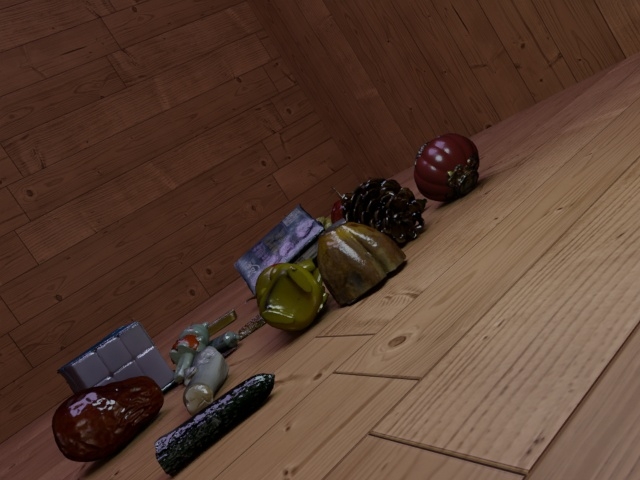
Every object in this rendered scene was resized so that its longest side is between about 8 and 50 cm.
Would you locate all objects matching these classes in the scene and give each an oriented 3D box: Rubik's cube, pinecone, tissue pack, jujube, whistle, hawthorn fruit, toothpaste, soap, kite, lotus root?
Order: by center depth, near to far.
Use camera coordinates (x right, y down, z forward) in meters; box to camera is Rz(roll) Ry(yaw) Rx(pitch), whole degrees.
[{"bbox_3d":[-0.518,0.428,1.315,0.255,0.190,0.190,-28,2,-41],"label":"jujube"},{"bbox_3d":[0.087,0.035,1.326,0.199,0.180,0.188,-31,2,20],"label":"lotus root"},{"bbox_3d":[-0.332,0.369,1.562,0.241,0.014,0.183,-32,3,4],"label":"kite"},{"bbox_3d":[0.179,-0.079,1.578,0.224,0.224,0.272,-34,10,-11],"label":"pinecone"},{"bbox_3d":[-0.609,0.402,1.604,0.225,0.221,0.231,-37,8,-37],"label":"Rubik's cube"},{"bbox_3d":[-0.397,0.333,1.625,0.253,0.106,0.101,-84,10,-60],"label":"whistle"},{"bbox_3d":[-0.327,0.331,1.680,0.268,0.047,0.069,-30,40,46],"label":"toothpaste"},{"bbox_3d":[0.119,-0.102,1.946,0.207,0.243,0.207,-34,4,2],"label":"hawthorn fruit"},{"bbox_3d":[-0.142,0.046,2.016,0.361,0.122,0.259,-45,35,-2],"label":"tissue pack"},{"bbox_3d":[-0.444,0.357,2.124,0.252,0.037,0.092,-32,7,-1],"label":"soap"}]

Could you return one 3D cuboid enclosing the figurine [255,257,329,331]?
[{"bbox_3d":[-0.076,0.132,1.395,0.218,0.169,0.327,-56,14,-4],"label":"figurine"}]

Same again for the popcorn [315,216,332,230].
[{"bbox_3d":[0.007,0.001,2.180,0.168,0.173,0.195,17,-68,-48],"label":"popcorn"}]

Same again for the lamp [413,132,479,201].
[{"bbox_3d":[0.395,-0.233,1.700,0.227,0.227,0.227,-32,6,4],"label":"lamp"}]

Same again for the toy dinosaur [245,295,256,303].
[{"bbox_3d":[-0.187,0.197,2.107,0.142,0.057,0.212,-7,31,30],"label":"toy dinosaur"}]

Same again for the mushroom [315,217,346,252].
[{"bbox_3d":[0.114,-0.034,1.778,0.328,0.122,0.159,-47,45,4],"label":"mushroom"}]

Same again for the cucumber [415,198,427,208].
[{"bbox_3d":[0.285,-0.087,1.829,0.227,0.069,0.069,-32,5,-27],"label":"cucumber"}]

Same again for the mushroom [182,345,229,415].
[{"bbox_3d":[-0.265,0.325,1.226,0.096,0.099,0.278,-46,9,6],"label":"mushroom"}]

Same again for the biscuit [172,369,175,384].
[{"bbox_3d":[-0.550,0.492,1.692,0.237,0.013,0.232,-34,6,-22],"label":"biscuit"}]

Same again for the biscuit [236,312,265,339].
[{"bbox_3d":[-0.188,0.249,1.723,0.206,0.025,0.126,-34,6,-14],"label":"biscuit"}]

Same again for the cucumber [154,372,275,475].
[{"bbox_3d":[-0.183,0.320,0.969,0.245,0.067,0.067,-33,5,-22],"label":"cucumber"}]
